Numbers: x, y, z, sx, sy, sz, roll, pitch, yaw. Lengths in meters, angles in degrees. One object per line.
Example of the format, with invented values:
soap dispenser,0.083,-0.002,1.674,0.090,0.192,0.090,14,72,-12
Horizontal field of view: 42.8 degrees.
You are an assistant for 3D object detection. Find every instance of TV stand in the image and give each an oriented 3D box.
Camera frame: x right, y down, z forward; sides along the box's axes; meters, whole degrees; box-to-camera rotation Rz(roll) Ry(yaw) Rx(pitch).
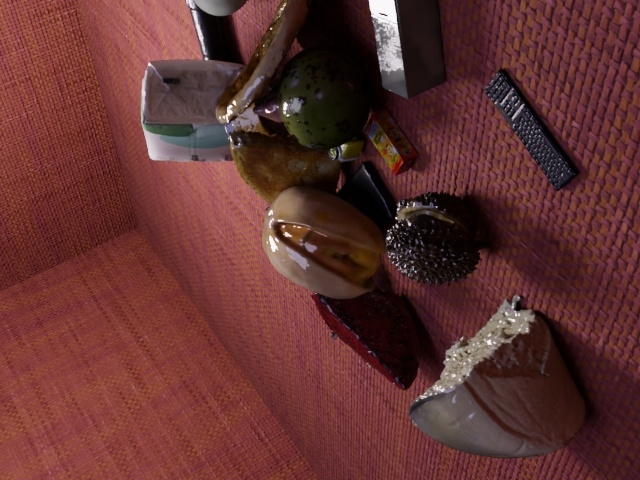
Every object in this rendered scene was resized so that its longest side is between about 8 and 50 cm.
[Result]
TV stand,0.139,-0.381,1.356,0.082,0.088,0.270,36,145,49

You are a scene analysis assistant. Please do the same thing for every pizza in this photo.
pizza,-0.091,-0.152,1.899,0.258,0.268,0.087,108,161,-48

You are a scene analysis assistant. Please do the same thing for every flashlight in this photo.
flashlight,-0.297,-0.593,2.091,0.103,0.103,0.424,38,149,47

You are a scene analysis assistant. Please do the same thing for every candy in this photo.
candy,0.141,-0.195,1.631,0.122,0.038,0.062,57,158,15

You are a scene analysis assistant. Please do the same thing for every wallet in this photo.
wallet,0.094,-0.074,1.891,0.146,0.030,0.285,62,158,8

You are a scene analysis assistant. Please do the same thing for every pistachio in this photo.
pistachio,0.000,0.000,1.842,0.308,0.230,0.230,24,144,18

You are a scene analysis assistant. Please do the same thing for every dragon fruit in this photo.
dragon fruit,0.127,0.201,1.980,0.317,0.152,0.205,46,166,1

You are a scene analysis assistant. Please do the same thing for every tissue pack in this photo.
tissue pack,-0.323,-0.326,2.123,0.356,0.265,0.194,133,136,-78

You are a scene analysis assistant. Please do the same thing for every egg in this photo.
egg,-0.228,-0.592,1.860,0.151,0.151,0.209,64,164,-2

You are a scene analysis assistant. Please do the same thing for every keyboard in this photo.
keyboard,0.325,-0.172,1.272,0.204,0.013,0.061,58,157,13

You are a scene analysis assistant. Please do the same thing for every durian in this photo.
durian,0.220,-0.002,1.517,0.196,0.196,0.167,54,166,22

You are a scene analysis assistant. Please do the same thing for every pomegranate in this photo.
pomegranate,-0.022,-0.277,1.632,0.247,0.214,0.214,-6,114,27

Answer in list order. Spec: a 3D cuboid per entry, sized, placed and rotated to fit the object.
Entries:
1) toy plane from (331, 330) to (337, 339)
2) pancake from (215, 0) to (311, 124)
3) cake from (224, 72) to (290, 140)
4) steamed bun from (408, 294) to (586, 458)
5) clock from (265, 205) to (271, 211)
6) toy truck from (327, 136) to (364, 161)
toy plane,0.100,0.207,2.141,0.053,0.078,0.197,62,144,9
pancake,-0.114,-0.379,1.672,0.065,0.356,0.356,29,165,-16
cake,-0.107,-0.304,1.909,0.178,0.185,0.208,-6,88,31
steamed bun,0.305,0.295,1.519,0.274,0.272,0.290,58,162,10
clock,-0.028,0.033,2.130,0.325,0.067,0.325,54,172,11
toy truck,0.046,-0.230,1.772,0.111,0.076,0.077,55,140,25
